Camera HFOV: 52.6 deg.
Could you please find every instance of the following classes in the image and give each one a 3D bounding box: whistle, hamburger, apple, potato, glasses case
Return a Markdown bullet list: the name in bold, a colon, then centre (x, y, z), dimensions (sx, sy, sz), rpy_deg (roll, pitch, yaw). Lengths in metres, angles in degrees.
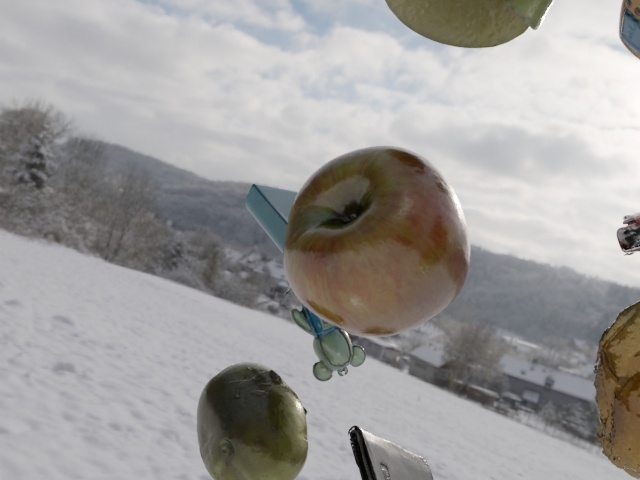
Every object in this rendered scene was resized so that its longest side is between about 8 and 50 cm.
- **whistle**: centre (0.002, 0.156, 1.275), dimensions (0.114, 0.235, 0.077), rpy_deg (-22, -1, -12)
- **hamburger**: centre (0.427, 0.168, 0.679), dimensions (0.163, 0.244, 0.244), rpy_deg (10, 3, -38)
- **apple**: centre (0.083, 0.009, 0.896), dimensions (0.265, 0.264, 0.264), rpy_deg (17, -2, 1)
- **potato**: centre (-0.118, 0.311, 1.090), dimensions (0.197, 0.228, 0.148), rpy_deg (-15, -43, 9)
- **apple**: centre (0.249, -0.448, 0.993), dimensions (0.258, 0.233, 0.295), rpy_deg (28, -4, -4)
- **glasses case**: centre (-0.025, 0.004, 1.179), dimensions (0.117, 0.070, 0.301), rpy_deg (7, 28, -39)

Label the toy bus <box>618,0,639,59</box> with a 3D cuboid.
- **toy bus**: centre (0.599, -0.405, 1.131), dimensions (0.126, 0.136, 0.209), rpy_deg (57, 7, 26)

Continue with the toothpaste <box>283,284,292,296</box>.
- **toothpaste**: centre (0.000, 0.000, 1.032), dimensions (0.036, 0.205, 0.056), rpy_deg (34, -27, -4)

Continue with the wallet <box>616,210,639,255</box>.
- **wallet**: centre (0.430, -0.033, 0.688), dimensions (0.205, 0.045, 0.142), rpy_deg (-17, -7, 14)

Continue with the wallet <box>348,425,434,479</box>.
- **wallet**: centre (0.158, 0.473, 1.262), dimensions (0.044, 0.169, 0.317), rpy_deg (-29, -39, 16)
